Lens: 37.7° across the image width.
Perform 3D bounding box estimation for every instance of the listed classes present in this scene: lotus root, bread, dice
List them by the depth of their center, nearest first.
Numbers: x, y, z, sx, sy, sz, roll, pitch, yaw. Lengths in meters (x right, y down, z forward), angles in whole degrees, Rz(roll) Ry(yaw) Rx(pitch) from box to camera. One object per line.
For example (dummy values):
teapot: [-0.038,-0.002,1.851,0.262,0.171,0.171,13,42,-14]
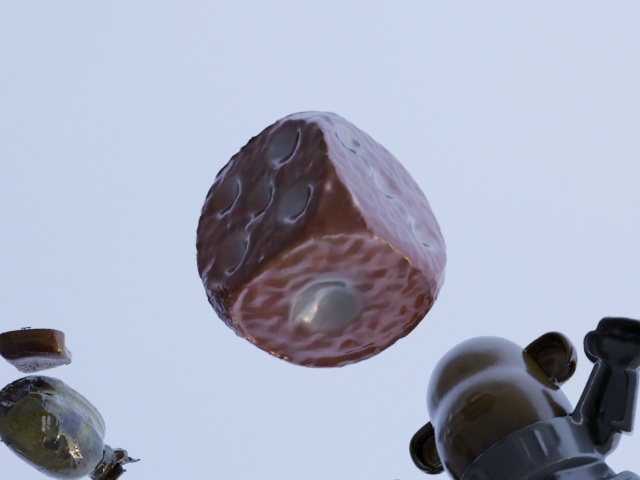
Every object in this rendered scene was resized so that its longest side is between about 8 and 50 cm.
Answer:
dice: [0.000,0.000,0.875,0.175,0.174,0.179,-41,-143,23]
lotus root: [-0.441,0.341,1.615,0.154,0.278,0.154,-31,-147,23]
bread: [-0.530,0.211,1.744,0.129,0.126,0.044,-10,-128,1]

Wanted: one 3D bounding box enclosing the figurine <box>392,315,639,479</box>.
figurine: [0.202,0.217,0.934,0.342,0.167,0.285,-27,-131,-5]
